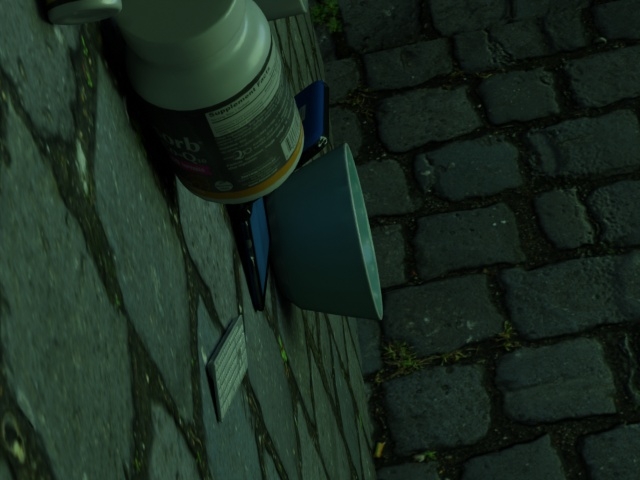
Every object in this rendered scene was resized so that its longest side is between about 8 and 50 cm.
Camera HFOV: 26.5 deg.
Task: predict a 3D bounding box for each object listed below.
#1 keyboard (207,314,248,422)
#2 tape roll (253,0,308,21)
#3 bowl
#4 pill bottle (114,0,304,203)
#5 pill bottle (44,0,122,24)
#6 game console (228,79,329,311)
[{"bbox_3d":[-0.110,0.153,1.669,0.256,0.014,0.072,-68,146,-80],"label":"keyboard"},{"bbox_3d":[-0.124,-0.418,1.891,0.246,0.169,0.246,-12,90,-84],"label":"tape roll"},{"bbox_3d":[0.000,0.000,2.349,0.311,0.163,0.311,-12,90,-85],"label":"bowl"},{"bbox_3d":[-0.120,-0.175,1.474,0.278,0.162,0.162,69,11,-56],"label":"pill bottle"},{"bbox_3d":[-0.212,-0.248,1.163,0.065,0.065,0.116,-5,84,-85],"label":"pill bottle"},{"bbox_3d":[-0.044,-0.075,2.069,0.173,0.250,0.293,48,15,-18],"label":"game console"}]
